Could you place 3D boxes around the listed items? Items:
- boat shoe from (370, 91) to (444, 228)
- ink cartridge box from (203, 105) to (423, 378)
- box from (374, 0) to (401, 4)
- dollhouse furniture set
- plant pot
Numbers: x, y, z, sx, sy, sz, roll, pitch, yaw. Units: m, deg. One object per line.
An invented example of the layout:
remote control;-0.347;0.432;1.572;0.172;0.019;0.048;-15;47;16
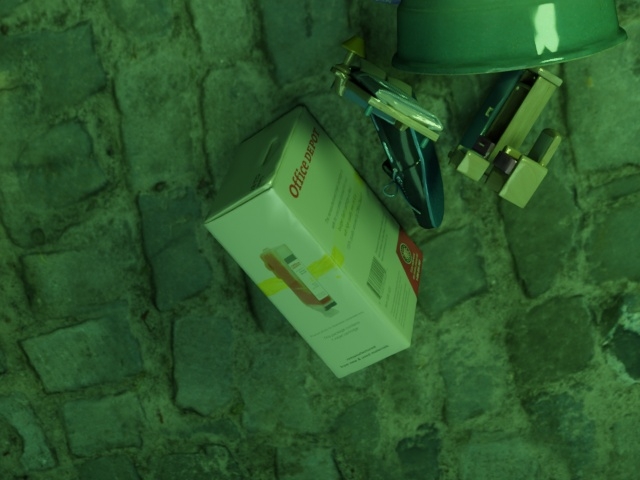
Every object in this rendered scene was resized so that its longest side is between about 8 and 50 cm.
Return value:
boat shoe;0.149;-0.142;2.048;0.089;0.109;0.258;-8;107;25
ink cartridge box;0.000;0.000;2.054;0.160;0.279;0.385;-27;115;27
box;0.144;-0.457;1.848;0.105;0.043;0.179;8;124;5
dollhouse furniture set;0.196;-0.235;1.814;0.303;0.286;0.198;27;99;-19
plant pot;0.251;-0.433;1.668;0.341;0.341;0.334;-3;108;13
